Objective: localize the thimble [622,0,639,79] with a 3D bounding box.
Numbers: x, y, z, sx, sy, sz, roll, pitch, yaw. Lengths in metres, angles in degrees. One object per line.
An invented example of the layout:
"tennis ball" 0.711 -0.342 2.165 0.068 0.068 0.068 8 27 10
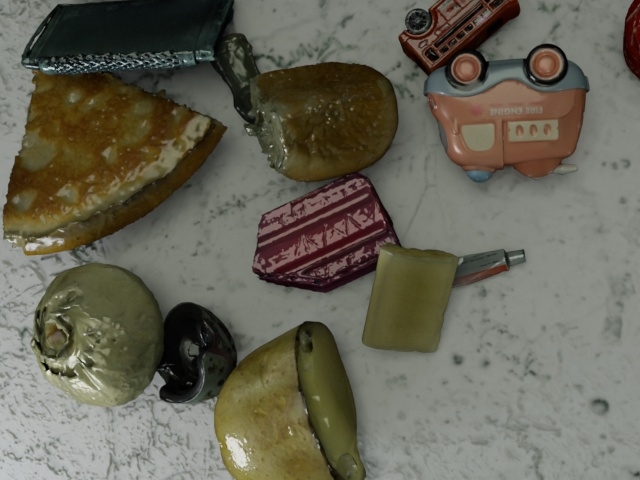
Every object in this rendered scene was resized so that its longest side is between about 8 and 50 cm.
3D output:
"thimble" 0.592 -0.350 1.726 0.189 0.125 0.163 -39 74 3

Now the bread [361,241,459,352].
"bread" 0.145 0.097 1.737 0.140 0.060 0.178 8 110 -12

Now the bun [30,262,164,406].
"bun" -0.393 0.163 1.794 0.259 0.152 0.259 -3 85 35

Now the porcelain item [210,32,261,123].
"porcelain item" -0.123 -0.265 1.880 0.081 0.069 0.215 -28 76 -1

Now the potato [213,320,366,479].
"potato" -0.063 0.294 1.717 0.243 0.242 0.285 -18 95 8

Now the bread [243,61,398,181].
"bread" -0.007 -0.194 1.770 0.246 0.195 0.176 -12 120 -15

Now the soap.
"soap" 0.000 0.000 1.801 0.250 0.099 0.162 -24 78 6

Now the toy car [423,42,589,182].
"toy car" 0.308 -0.204 1.740 0.271 0.180 0.212 -1 91 10

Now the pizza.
"pizza" -0.406 -0.198 1.907 0.440 0.130 0.406 -29 63 4

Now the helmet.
"helmet" -0.203 0.200 1.801 0.153 0.107 0.177 -44 42 33

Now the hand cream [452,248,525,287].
"hand cream" 0.243 0.053 1.781 0.216 0.038 0.052 -14 55 14

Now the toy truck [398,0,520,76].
"toy truck" 0.257 -0.394 1.807 0.253 0.107 0.114 -40 77 4

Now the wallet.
"wallet" -0.335 -0.361 1.871 0.342 0.237 0.075 -1 125 7
